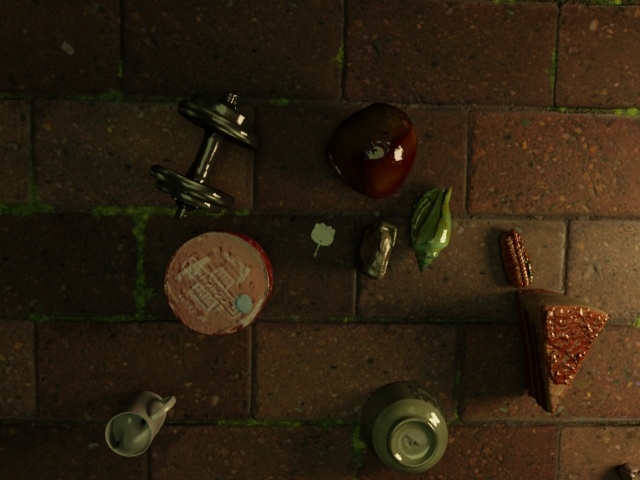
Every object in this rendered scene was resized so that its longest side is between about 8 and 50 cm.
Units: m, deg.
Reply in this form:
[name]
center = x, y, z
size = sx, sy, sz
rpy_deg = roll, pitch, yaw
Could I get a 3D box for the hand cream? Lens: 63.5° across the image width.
[hand cream]
center = -0.215, 0.086, 1.134
size = 0.230, 0.149, 0.230
rpy_deg = 0, 95, 0

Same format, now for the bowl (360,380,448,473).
[bowl]
center = 0.204, 0.444, 1.197
size = 0.211, 0.112, 0.212
rpy_deg = 0, 93, -4

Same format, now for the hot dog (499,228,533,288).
[hot dog]
center = 0.460, 0.043, 1.212
size = 0.062, 0.038, 0.144
rpy_deg = -14, 94, -1

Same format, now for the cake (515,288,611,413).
[cake]
center = 0.499, 0.236, 1.171
size = 0.159, 0.158, 0.262
rpy_deg = 26, 94, 0

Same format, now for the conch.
[conch]
center = 0.250, -0.028, 1.182
size = 0.094, 0.079, 0.201
rpy_deg = 2, 77, 10

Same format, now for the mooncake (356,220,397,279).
[mooncake]
center = 0.120, 0.020, 1.153
size = 0.073, 0.125, 0.130
rpy_deg = 14, 90, 1

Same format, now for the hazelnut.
[hazelnut]
center = 0.121, -0.181, 1.119
size = 0.208, 0.208, 0.208
rpy_deg = 0, 94, -2

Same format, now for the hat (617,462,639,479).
[hat]
center = 0.758, 0.574, 1.269
size = 0.087, 0.042, 0.058
rpy_deg = 35, 91, -39

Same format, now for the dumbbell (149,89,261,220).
[dumbbell]
center = -0.241, -0.177, 1.090
size = 0.192, 0.192, 0.290
rpy_deg = 24, 92, -4

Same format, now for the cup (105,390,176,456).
[cup]
center = -0.390, 0.404, 1.155
size = 0.135, 0.133, 0.099
rpy_deg = -4, 93, -2

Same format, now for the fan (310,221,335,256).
[fan]
center = 0.000, 0.000, 1.207
size = 0.055, 0.004, 0.083
rpy_deg = 23, 94, -4
